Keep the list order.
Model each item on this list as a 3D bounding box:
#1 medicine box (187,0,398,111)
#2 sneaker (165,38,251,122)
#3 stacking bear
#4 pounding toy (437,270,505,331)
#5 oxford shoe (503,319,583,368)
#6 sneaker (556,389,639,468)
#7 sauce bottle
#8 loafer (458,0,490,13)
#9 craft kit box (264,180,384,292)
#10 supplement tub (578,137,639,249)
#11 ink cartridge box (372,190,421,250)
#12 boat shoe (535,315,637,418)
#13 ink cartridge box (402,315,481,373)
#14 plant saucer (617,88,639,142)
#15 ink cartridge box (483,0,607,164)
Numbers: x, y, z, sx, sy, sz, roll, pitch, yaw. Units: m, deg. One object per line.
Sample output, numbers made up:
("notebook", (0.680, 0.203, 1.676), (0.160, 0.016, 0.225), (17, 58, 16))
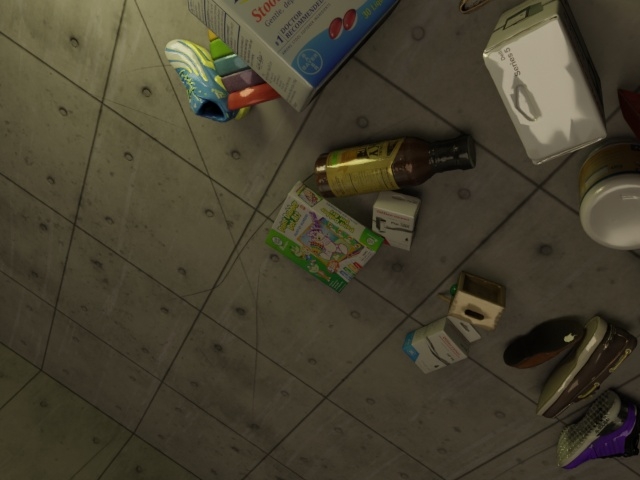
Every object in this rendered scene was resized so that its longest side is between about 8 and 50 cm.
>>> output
("medicine box", (-0.046, -0.432, 0.948), (0.289, 0.263, 0.149), (42, 171, -7))
("sneaker", (-0.271, -0.357, 1.208), (0.240, 0.126, 0.091), (37, 130, -3))
("stacking bear", (-0.153, -0.427, 1.087), (0.175, 0.164, 0.289), (14, 123, 59))
("pounding toy", (0.354, 0.145, 1.276), (0.141, 0.130, 0.100), (20, 116, 11))
("oxford shoe", (0.551, 0.254, 1.299), (0.076, 0.076, 0.212), (24, 137, -25))
("sneaker", (0.726, 0.517, 1.365), (0.146, 0.102, 0.294), (25, 129, 7))
("sauce bottle", (0.157, -0.164, 1.157), (0.344, 0.111, 0.112), (-7, 119, 26))
("loafer", (0.300, -0.442, 0.941), (0.125, 0.039, 0.045), (-31, 105, 37))
("craft kit box", (0.000, 0.000, 1.337), (0.246, 0.061, 0.250), (36, 146, 2))
("supplement tub", (0.546, -0.091, 0.966), (0.144, 0.200, 0.145), (12, 127, 17))
("ink cartridge box", (0.172, -0.046, 1.236), (0.099, 0.056, 0.135), (16, 148, 15))
("boat shoe", (0.622, 0.324, 1.276), (0.096, 0.116, 0.325), (25, 123, 11))
("ink cartridge box", (0.318, 0.271, 1.411), (0.104, 0.060, 0.180), (47, 129, -10))
("plant saucer", (0.610, -0.162, 0.847), (0.258, 0.258, 0.048), (19, 120, 11))
("ink cartridge box", (0.370, -0.278, 0.870), (0.114, 0.273, 0.198), (-21, 112, 34))
